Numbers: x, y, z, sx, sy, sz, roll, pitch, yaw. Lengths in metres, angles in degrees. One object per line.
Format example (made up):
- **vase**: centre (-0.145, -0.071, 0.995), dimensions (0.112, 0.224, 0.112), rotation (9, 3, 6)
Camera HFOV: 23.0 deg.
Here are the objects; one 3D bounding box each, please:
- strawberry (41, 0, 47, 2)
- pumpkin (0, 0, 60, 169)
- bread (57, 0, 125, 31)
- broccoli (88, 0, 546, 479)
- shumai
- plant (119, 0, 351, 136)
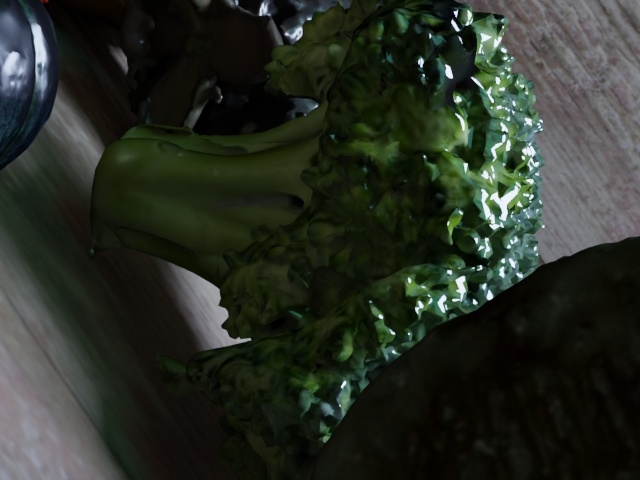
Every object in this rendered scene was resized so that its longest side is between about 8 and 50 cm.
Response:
- **strawberry**: centre (-0.232, -0.256, 1.205), dimensions (0.188, 0.121, 0.082), rotation (58, 7, 30)
- **pumpkin**: centre (-0.221, -0.101, 0.767), dimensions (0.194, 0.150, 0.194), rotation (50, 2, -3)
- **bread**: centre (-0.188, -0.345, 1.416), dimensions (0.337, 0.204, 0.358), rotation (52, 14, 12)
- **broccoli**: centre (0.025, -0.005, 1.054), dimensions (0.317, 0.338, 0.277), rotation (43, -2, 24)
- **shumai**: centre (0.192, 0.213, 0.847), dimensions (0.348, 0.395, 0.395), rotation (28, 28, -57)
- **plant**: centre (-0.064, -0.136, 1.278), dimensions (0.234, 0.178, 0.204), rotation (-34, 125, -70)
